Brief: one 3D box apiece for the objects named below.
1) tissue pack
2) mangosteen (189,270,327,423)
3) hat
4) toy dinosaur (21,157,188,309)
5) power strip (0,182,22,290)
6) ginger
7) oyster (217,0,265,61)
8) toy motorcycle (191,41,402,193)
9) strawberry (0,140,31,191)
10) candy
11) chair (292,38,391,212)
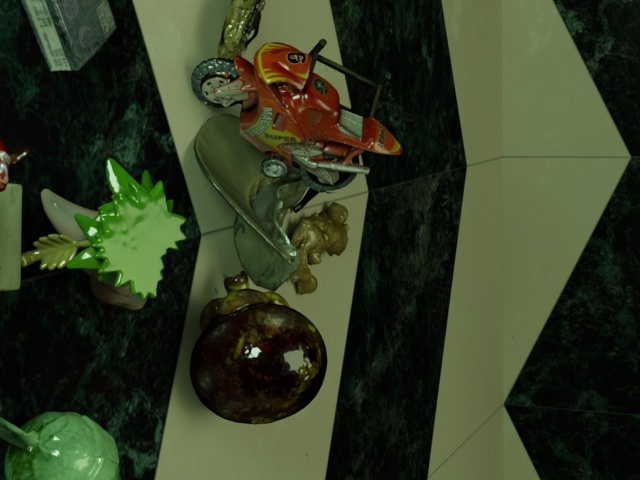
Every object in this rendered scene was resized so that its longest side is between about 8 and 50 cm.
[{"bbox_3d":[-0.285,-0.281,1.377,0.112,0.051,0.156,-63,147,-50],"label":"tissue pack"},{"bbox_3d":[-0.090,0.145,1.720,0.192,0.192,0.217,46,29,-60],"label":"mangosteen"},{"bbox_3d":[-0.112,-0.047,1.787,0.244,0.149,0.214,34,35,-19],"label":"hat"},{"bbox_3d":[-0.238,-0.001,1.418,0.194,0.177,0.152,31,64,-31],"label":"toy dinosaur"},{"bbox_3d":[-0.337,-0.027,1.238,0.042,0.075,0.175,1,91,-65],"label":"power strip"},{"bbox_3d":[0.000,0.000,2.072,0.176,0.052,0.193,58,40,-61],"label":"ginger"},{"bbox_3d":[-0.095,-0.383,1.807,0.129,0.078,0.345,96,8,-56],"label":"oyster"},{"bbox_3d":[-0.035,-0.174,1.727,0.298,0.171,0.089,36,33,-30],"label":"toy motorcycle"},{"bbox_3d":[-0.377,-0.047,1.002,0.178,0.234,0.234,45,47,-33],"label":"strawberry"},{"bbox_3d":[-0.344,0.167,1.225,0.440,0.119,0.119,49,47,-49],"label":"candy"},{"bbox_3d":[-0.012,-0.175,1.942,0.260,0.141,0.155,-41,-152,56],"label":"chair"}]
